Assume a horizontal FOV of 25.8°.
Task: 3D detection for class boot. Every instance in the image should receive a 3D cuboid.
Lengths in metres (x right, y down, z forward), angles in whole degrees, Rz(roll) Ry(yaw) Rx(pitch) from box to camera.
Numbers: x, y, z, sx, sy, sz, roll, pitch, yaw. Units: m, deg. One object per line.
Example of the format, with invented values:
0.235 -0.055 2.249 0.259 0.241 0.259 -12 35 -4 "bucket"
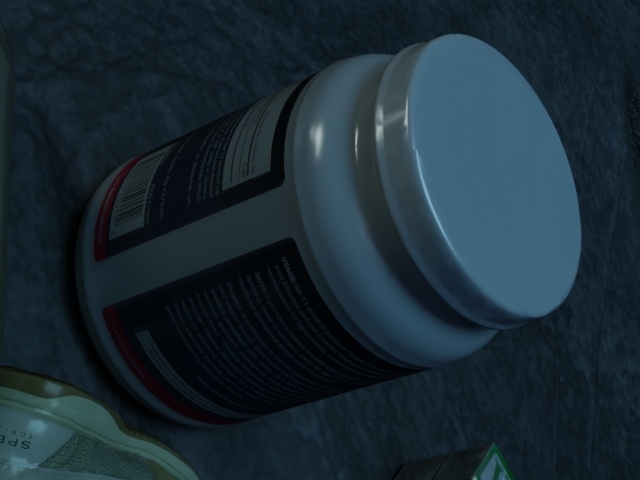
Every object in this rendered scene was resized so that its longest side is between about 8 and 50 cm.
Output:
-0.144 0.175 0.758 0.213 0.077 0.165 54 50 -60 "boot"

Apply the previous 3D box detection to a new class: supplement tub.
0.000 0.000 0.859 0.191 0.272 0.191 25 56 -43 "supplement tub"

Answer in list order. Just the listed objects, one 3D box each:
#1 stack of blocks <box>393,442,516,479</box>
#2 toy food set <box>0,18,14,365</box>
0.150 0.303 1.055 0.297 0.087 0.171 59 38 -13 "stack of blocks"
-0.223 -0.046 0.699 0.219 0.092 0.306 92 -4 -69 "toy food set"
